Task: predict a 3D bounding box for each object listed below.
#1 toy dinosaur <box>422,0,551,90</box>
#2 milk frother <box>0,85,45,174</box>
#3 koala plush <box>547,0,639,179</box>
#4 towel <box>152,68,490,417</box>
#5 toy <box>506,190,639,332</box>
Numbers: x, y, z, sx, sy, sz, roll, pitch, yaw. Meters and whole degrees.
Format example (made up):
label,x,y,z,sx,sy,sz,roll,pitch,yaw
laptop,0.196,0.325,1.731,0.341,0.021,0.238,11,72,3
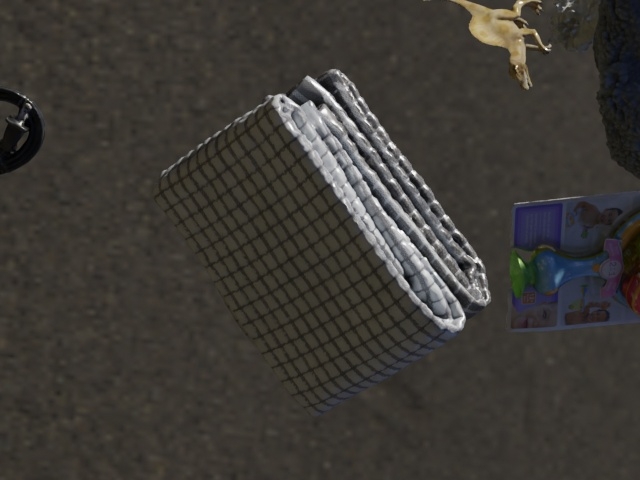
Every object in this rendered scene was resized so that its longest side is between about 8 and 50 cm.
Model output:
label,x,y,z,sx,sy,sz,roll,pitch,yaw
toy dinosaur,0.199,-0.242,2.024,0.092,0.183,0.053,-15,138,-30
milk frother,-0.266,-0.084,1.226,0.135,0.143,0.129,-74,-179,-54
koala plush,0.235,-0.134,1.134,0.221,0.196,0.203,-101,-166,-75
towel,0.000,0.000,1.715,0.284,0.235,0.121,54,47,-2
toy,0.282,0.026,1.566,0.056,0.237,0.137,-97,-175,-57
